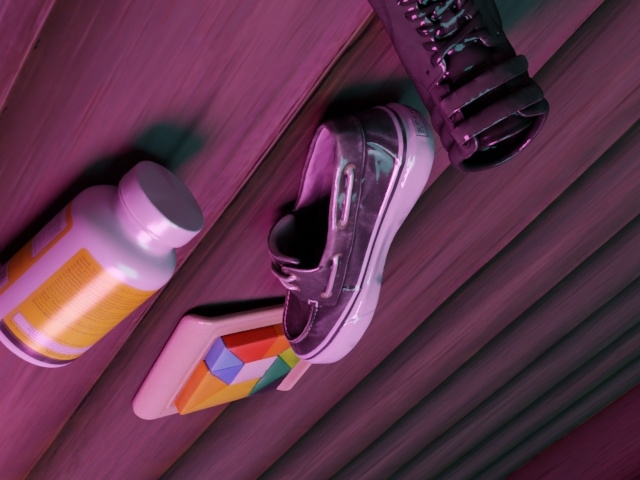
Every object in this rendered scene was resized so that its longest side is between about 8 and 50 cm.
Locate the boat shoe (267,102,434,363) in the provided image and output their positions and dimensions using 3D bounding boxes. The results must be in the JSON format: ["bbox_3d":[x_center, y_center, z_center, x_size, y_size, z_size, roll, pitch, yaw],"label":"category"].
[{"bbox_3d":[0.000,0.000,0.848,0.119,0.121,0.335,-3,132,-25],"label":"boat shoe"}]

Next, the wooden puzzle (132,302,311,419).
[{"bbox_3d":[-0.095,0.155,1.063,0.239,0.044,0.221,-3,143,-37],"label":"wooden puzzle"}]

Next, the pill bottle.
[{"bbox_3d":[-0.188,0.018,0.704,0.184,0.103,0.103,-38,149,19],"label":"pill bottle"}]

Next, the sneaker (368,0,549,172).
[{"bbox_3d":[0.104,-0.157,0.628,0.105,0.146,0.296,-30,150,7],"label":"sneaker"}]
